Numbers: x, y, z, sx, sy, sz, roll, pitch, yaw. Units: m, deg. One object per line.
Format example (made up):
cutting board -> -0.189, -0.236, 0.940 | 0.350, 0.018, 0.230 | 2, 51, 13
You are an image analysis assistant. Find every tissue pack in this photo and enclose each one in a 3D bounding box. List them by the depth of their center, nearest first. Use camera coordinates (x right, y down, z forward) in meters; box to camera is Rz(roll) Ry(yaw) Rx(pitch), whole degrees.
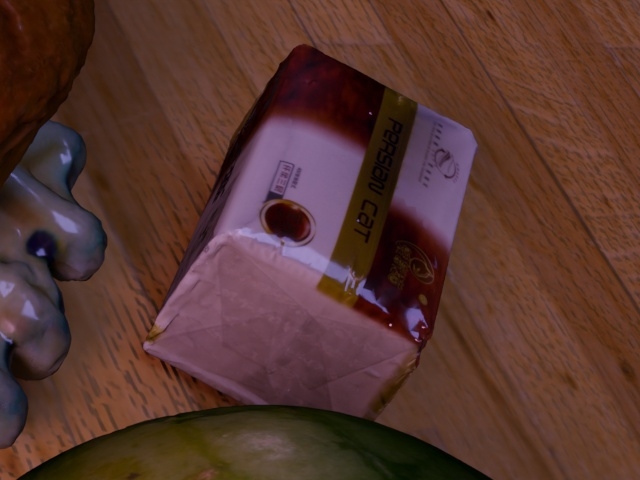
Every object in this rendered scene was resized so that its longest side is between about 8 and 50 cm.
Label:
tissue pack -> 0.000, -0.001, 0.764 | 0.106, 0.099, 0.148 | 29, 41, -10

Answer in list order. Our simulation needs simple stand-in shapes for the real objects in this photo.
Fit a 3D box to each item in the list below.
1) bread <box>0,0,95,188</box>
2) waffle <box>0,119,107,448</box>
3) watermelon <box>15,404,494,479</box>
bread -> -0.208, -0.106, 0.595 | 0.227, 0.142, 0.253 | 9, 45, -38
waffle -> -0.237, -0.035, 0.656 | 0.309, 0.056, 0.292 | 6, 49, -31
watermelon -> -0.019, 0.166, 0.484 | 0.242, 0.242, 0.242 | 20, 43, -20
